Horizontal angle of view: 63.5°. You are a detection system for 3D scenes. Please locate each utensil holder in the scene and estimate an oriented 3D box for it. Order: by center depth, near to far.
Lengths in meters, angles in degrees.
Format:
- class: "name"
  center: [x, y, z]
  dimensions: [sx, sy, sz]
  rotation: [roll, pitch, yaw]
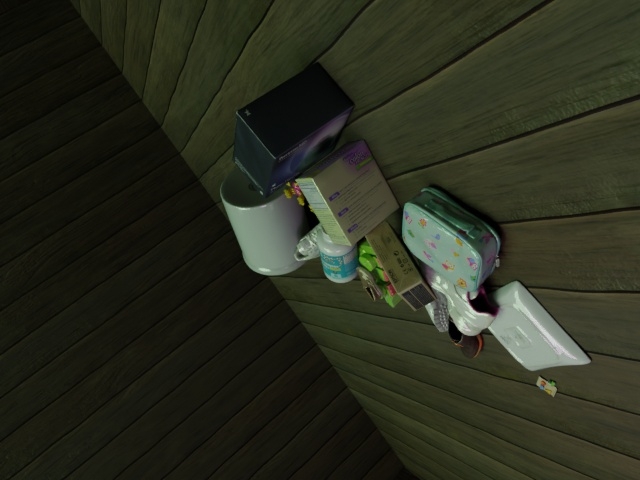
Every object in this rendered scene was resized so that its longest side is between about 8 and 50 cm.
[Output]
- class: "utensil holder"
  center: [-0.219, -0.097, 2.162]
  dimensions: [0.327, 0.327, 0.386]
  rotation: [36, 154, 38]

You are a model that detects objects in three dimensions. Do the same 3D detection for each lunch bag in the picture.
- class: "lunch bag"
  center: [0.349, -0.005, 1.383]
  dimensions: [0.279, 0.108, 0.224]
  rotation: [39, 155, 31]

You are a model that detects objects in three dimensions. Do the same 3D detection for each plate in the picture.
- class: "plate"
  center: [0.568, 0.259, 1.454]
  dimensions: [0.277, 0.045, 0.278]
  rotation: [49, 161, 7]

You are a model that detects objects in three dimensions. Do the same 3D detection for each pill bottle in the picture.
- class: "pill bottle"
  center: [0.066, 0.030, 1.909]
  dimensions: [0.146, 0.146, 0.264]
  rotation: [38, 157, 33]

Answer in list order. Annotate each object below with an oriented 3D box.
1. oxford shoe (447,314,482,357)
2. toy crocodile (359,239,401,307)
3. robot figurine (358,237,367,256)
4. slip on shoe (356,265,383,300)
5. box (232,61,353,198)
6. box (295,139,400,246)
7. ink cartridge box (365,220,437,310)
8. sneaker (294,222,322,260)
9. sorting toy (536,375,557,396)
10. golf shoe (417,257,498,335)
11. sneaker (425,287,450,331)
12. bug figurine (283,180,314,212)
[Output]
- class: "oxford shoe"
  center: [0.460, 0.308, 1.694]
  dimensions: [0.097, 0.098, 0.271]
  rotation: [30, 151, 46]
- class: "toy crocodile"
  center: [0.229, 0.110, 1.835]
  dimensions: [0.105, 0.115, 0.341]
  rotation: [27, 148, 49]
- class: "robot figurine"
  center: [0.176, 0.042, 1.906]
  dimensions: [0.101, 0.067, 0.115]
  rotation: [51, 164, 40]
- class: "slip on shoe"
  center: [0.165, 0.153, 1.817]
  dimensions: [0.135, 0.041, 0.051]
  rotation: [54, 156, -6]
- class: "box"
  center: [-0.092, -0.315, 1.535]
  dimensions: [0.183, 0.296, 0.294]
  rotation: [50, 161, 7]
- class: "box"
  center: [0.084, -0.142, 1.569]
  dimensions: [0.243, 0.213, 0.117]
  rotation: [59, 159, -19]
- class: "ink cartridge box"
  center: [0.248, 0.080, 1.589]
  dimensions: [0.193, 0.088, 0.235]
  rotation: [44, -163, -55]
- class: "sneaker"
  center: [0.000, 0.000, 2.035]
  dimensions: [0.114, 0.152, 0.305]
  rotation: [56, 141, 12]
- class: "sorting toy"
  center: [0.681, 0.435, 1.555]
  dimensions: [0.062, 0.012, 0.083]
  rotation: [38, 157, 34]
- class: "golf shoe"
  center: [0.399, 0.120, 1.491]
  dimensions: [0.306, 0.115, 0.140]
  rotation: [57, 148, 11]
- class: "sneaker"
  center: [0.382, 0.201, 1.731]
  dimensions: [0.235, 0.090, 0.095]
  rotation: [65, 170, -23]
- class: "bug figurine"
  center: [-0.044, -0.184, 1.856]
  dimensions: [0.279, 0.072, 0.216]
  rotation: [31, 162, 19]
